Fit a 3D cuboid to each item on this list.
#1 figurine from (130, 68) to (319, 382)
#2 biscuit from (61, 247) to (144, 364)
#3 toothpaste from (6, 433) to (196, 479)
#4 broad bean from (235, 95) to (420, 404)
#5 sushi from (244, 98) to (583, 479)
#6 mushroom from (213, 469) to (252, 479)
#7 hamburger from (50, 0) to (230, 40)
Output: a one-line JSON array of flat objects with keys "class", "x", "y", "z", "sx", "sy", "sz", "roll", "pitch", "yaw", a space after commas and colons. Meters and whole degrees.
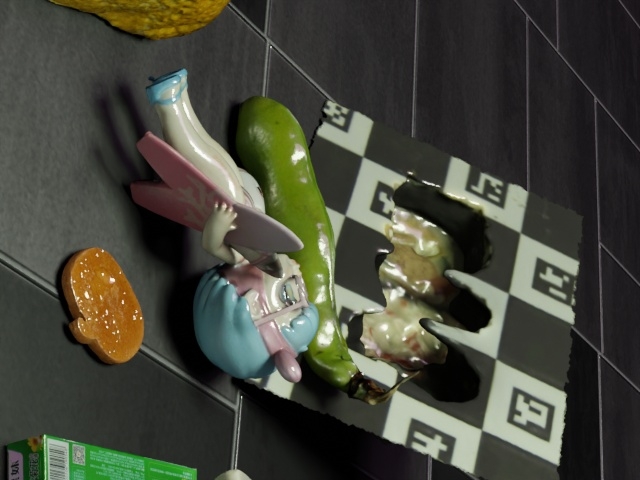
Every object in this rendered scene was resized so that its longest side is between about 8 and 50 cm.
[{"class": "figurine", "x": -0.085, "y": -0.012, "z": 1.387, "sx": 0.205, "sy": 0.102, "sz": 0.260, "roll": -140, "pitch": -154, "yaw": -77}, {"class": "biscuit", "x": -0.164, "y": 0.051, "z": 1.281, "sx": 0.091, "sy": 0.015, "sz": 0.078, "roll": 66, "pitch": 32, "yaw": -16}, {"class": "toothpaste", "x": -0.152, "y": 0.175, "z": 1.226, "sx": 0.178, "sy": 0.037, "sz": 0.043, "roll": 25, "pitch": 53, "yaw": -55}, {"class": "broad bean", "x": -0.007, "y": 0.007, "z": 1.466, "sx": 0.056, "sy": 0.098, "sz": 0.318, "roll": 6, "pitch": 48, "yaw": -49}, {"class": "sushi", "x": 0.081, "y": 0.074, "z": 1.604, "sx": 0.296, "sy": 0.100, "sz": 0.373, "roll": 23, "pitch": 45, "yaw": -10}, {"class": "mushroom", "x": -0.059, "y": 0.378, "z": 1.210, "sx": 0.177, "sy": 0.126, "sz": 0.397, "roll": 40, "pitch": 46, "yaw": -38}, {"class": "hamburger", "x": -0.136, "y": -0.257, "z": 1.325, "sx": 0.283, "sy": 0.156, "sz": 0.144, "roll": 17, "pitch": 62, "yaw": -54}]
